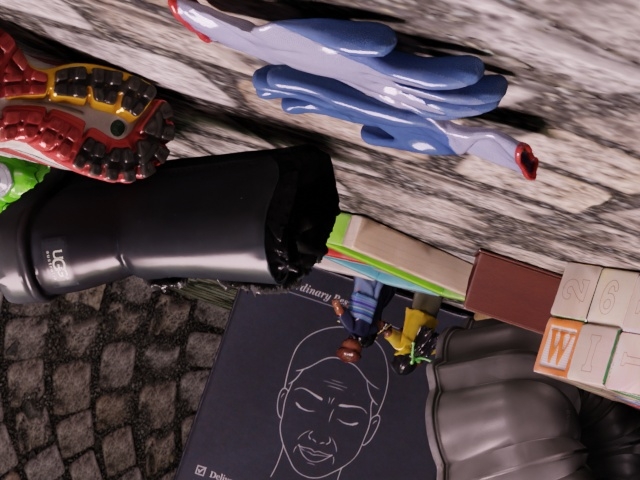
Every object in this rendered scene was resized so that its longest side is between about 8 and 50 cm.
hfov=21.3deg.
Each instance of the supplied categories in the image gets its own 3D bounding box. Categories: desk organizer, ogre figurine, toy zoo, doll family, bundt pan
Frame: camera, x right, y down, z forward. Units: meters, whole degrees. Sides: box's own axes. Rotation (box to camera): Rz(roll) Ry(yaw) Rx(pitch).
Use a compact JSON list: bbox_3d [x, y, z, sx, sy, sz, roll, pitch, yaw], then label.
[{"bbox_3d":[0.181,0.052,1.385,0.130,0.050,0.047,18,175,1],"label":"desk organizer"},{"bbox_3d":[-0.234,-0.059,1.464,0.118,0.096,0.197,7,-150,-15],"label":"ogre figurine"},{"bbox_3d":[0.000,0.000,1.570,0.192,0.030,0.293,23,172,-42],"label":"toy zoo"},{"bbox_3d":[0.070,0.082,1.738,0.193,0.111,0.076,23,173,-36],"label":"doll family"},{"bbox_3d":[0.238,0.215,1.673,0.124,0.330,0.331,-22,153,28],"label":"bundt pan"}]

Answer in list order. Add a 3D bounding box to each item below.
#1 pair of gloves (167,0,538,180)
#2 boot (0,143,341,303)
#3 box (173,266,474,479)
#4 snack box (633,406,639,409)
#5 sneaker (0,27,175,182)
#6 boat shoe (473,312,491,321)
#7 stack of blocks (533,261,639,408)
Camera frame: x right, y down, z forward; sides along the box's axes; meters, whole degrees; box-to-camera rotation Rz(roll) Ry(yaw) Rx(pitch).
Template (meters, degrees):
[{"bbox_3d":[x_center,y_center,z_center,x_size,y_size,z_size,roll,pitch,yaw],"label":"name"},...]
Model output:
[{"bbox_3d":[0.023,-0.073,0.808,0.159,0.023,0.198,18,174,22],"label":"pair of gloves"},{"bbox_3d":[-0.085,-0.027,1.164,0.207,0.094,0.246,-4,-160,15],"label":"boot"},{"bbox_3d":[-0.005,0.239,2.063,0.294,0.395,0.212,19,176,0],"label":"box"},{"bbox_3d":[0.391,0.156,1.634,0.207,0.070,0.174,16,175,38],"label":"snack box"},{"bbox_3d":[-0.209,-0.089,1.068,0.225,0.088,0.093,21,175,-28],"label":"sneaker"},{"bbox_3d":[0.270,0.161,1.940,0.277,0.096,0.098,21,173,-31],"label":"boat shoe"},{"bbox_3d":[0.309,0.094,1.179,0.171,0.087,0.297,22,174,-29],"label":"stack of blocks"}]
